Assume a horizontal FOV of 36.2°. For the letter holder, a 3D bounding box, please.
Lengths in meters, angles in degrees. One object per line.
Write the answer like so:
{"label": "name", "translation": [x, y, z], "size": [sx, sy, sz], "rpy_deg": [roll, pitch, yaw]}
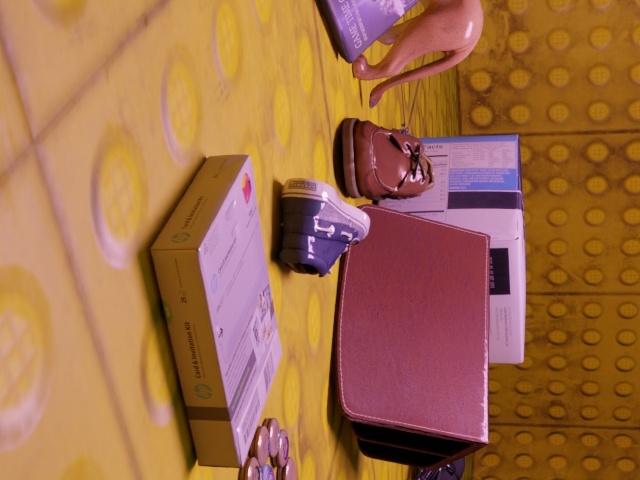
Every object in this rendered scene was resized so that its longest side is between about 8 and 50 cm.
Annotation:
{"label": "letter holder", "translation": [0.098, 0.129, 1.316], "size": [0.152, 0.214, 0.302], "rpy_deg": [131, -31, -57]}

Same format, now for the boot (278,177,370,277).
{"label": "boot", "translation": [0.000, 0.000, 1.021], "size": [0.190, 0.069, 0.086], "rpy_deg": [32, 65, -66]}

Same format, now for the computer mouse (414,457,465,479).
{"label": "computer mouse", "translation": [0.249, 0.474, 1.989], "size": [0.189, 0.072, 0.272], "rpy_deg": [-59, 165, -12]}

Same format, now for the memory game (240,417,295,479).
{"label": "memory game", "translation": [-0.047, 0.255, 0.890], "size": [0.186, 0.012, 0.186], "rpy_deg": [-1, 90, -78]}

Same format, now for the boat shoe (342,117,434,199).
{"label": "boat shoe", "translation": [0.099, -0.112, 1.362], "size": [0.307, 0.104, 0.111], "rpy_deg": [-8, 98, -78]}

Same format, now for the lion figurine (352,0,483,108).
{"label": "lion figurine", "translation": [0.165, -0.383, 1.362], "size": [0.142, 0.240, 0.392], "rpy_deg": [-56, 144, -69]}

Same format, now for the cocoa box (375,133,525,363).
{"label": "cocoa box", "translation": [0.225, 0.020, 1.639], "size": [0.347, 0.231, 0.228], "rpy_deg": [75, 18, -49]}

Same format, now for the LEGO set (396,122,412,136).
{"label": "LEGO set", "translation": [0.146, -0.189, 1.791], "size": [0.083, 0.023, 0.054], "rpy_deg": [23, 65, -62]}

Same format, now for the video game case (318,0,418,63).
{"label": "video game case", "translation": [0.111, -0.356, 1.183], "size": [0.026, 0.274, 0.196], "rpy_deg": [46, -4, 22]}

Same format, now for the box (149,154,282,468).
{"label": "box", "translation": [-0.071, 0.051, 0.729], "size": [0.145, 0.038, 0.186], "rpy_deg": [-71, 158, -58]}
